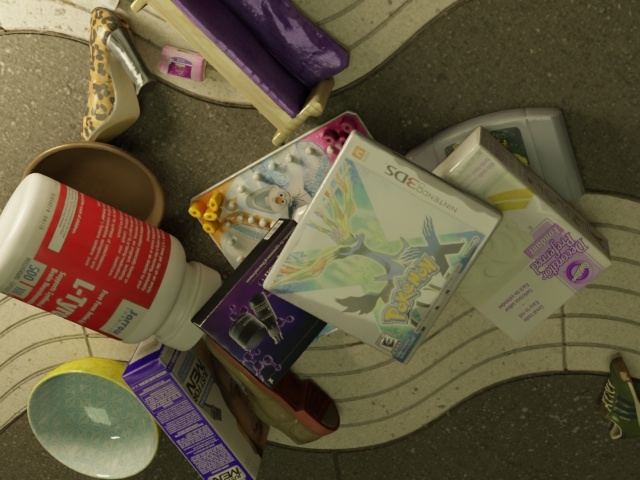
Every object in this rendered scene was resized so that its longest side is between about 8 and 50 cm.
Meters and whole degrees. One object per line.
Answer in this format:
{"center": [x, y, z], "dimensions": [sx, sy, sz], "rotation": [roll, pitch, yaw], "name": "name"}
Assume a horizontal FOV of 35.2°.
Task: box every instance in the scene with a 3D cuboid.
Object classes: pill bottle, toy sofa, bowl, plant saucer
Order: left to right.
{"center": [-0.435, -0.087, 1.949], "dimensions": [0.278, 0.041, 0.278], "rotation": [-1, 133, -1], "name": "plant saucer"}
{"center": [-0.404, 0.056, 1.897], "dimensions": [0.408, 0.229, 0.229], "rotation": [26, 119, -24], "name": "pill bottle"}
{"center": [-0.454, 0.348, 2.140], "dimensions": [0.289, 0.156, 0.289], "rotation": [6, 120, 11], "name": "bowl"}
{"center": [-0.128, -0.357, 1.738], "dimensions": [0.362, 0.150, 0.177], "rotation": [43, 116, -13], "name": "toy sofa"}

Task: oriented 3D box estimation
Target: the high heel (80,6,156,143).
{"center": [-0.410, -0.299, 1.875], "dimensions": [0.261, 0.093, 0.186], "rotation": [-40, 76, 41], "name": "high heel"}

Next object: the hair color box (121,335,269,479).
{"center": [-0.251, 0.339, 2.092], "dimensions": [0.110, 0.185, 0.339], "rotation": [-27, 110, 19], "name": "hair color box"}

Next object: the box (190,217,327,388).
{"center": [-0.081, 0.114, 1.871], "dimensions": [0.184, 0.103, 0.261], "rotation": [43, 80, -16], "name": "box"}

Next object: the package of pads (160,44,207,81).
{"center": [-0.249, -0.322, 1.841], "dimensions": [0.083, 0.032, 0.050], "rotation": [13, 117, 2], "name": "package of pads"}

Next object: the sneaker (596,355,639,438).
{"center": [0.593, 0.324, 2.014], "dimensions": [0.086, 0.064, 0.192], "rotation": [-21, 115, 13], "name": "sneaker"}

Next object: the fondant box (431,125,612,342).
{"center": [0.321, -0.007, 1.816], "dimensions": [0.330, 0.096, 0.238], "rotation": [39, 116, -12], "name": "fondant box"}

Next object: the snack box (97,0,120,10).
{"center": [-0.355, -0.498, 1.774], "dimensions": [0.064, 0.022, 0.178], "rotation": [29, 118, -5], "name": "snack box"}

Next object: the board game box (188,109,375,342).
{"center": [0.000, 0.000, 1.955], "dimensions": [0.390, 0.050, 0.390], "rotation": [-27, 109, 21], "name": "board game box"}

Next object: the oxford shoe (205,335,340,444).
{"center": [-0.124, 0.310, 2.095], "dimensions": [0.348, 0.123, 0.130], "rotation": [44, 120, -12], "name": "oxford shoe"}

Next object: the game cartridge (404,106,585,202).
{"center": [0.313, -0.131, 1.838], "dimensions": [0.294, 0.060, 0.196], "rotation": [-16, 109, 17], "name": "game cartridge"}

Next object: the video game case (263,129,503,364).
{"center": [0.106, 0.018, 1.763], "dimensions": [0.300, 0.036, 0.329], "rotation": [29, 108, -6], "name": "video game case"}
